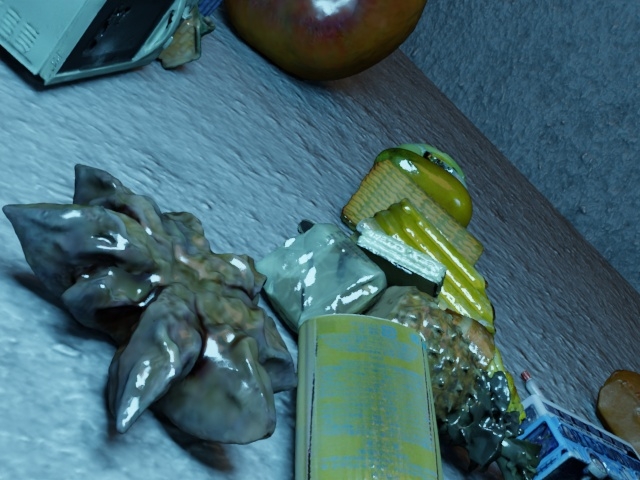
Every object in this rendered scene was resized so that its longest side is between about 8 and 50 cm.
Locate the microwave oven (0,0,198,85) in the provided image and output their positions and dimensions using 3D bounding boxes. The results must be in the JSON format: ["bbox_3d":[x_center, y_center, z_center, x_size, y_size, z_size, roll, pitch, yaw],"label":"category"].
[{"bbox_3d":[-0.315,-0.332,1.014,0.237,0.181,0.295,41,21,-2],"label":"microwave oven"}]

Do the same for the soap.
[{"bbox_3d":[0.168,0.063,1.238,0.257,0.080,0.160,49,39,11],"label":"soap"}]

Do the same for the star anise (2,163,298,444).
[{"bbox_3d":[-0.143,0.053,0.705,0.315,0.108,0.315,45,18,-19],"label":"star anise"}]

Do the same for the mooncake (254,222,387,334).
[{"bbox_3d":[0.003,0.053,0.948,0.125,0.130,0.073,52,-10,24],"label":"mooncake"}]

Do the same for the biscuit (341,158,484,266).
[{"bbox_3d":[0.159,-0.014,1.375,0.254,0.029,0.172,42,53,-6],"label":"biscuit"}]

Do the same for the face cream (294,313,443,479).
[{"bbox_3d":[0.045,0.194,0.740,0.139,0.067,0.285,8,41,-7],"label":"face cream"}]

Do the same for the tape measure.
[{"bbox_3d":[0.232,-0.129,1.712,0.175,0.106,0.200,-9,53,-47],"label":"tape measure"}]

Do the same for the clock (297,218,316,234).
[{"bbox_3d":[0.000,0.000,1.188,0.083,0.010,0.074,43,21,-1],"label":"clock"}]

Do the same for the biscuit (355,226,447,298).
[{"bbox_3d":[0.109,0.037,1.065,0.121,0.041,0.199,28,-8,10],"label":"biscuit"}]

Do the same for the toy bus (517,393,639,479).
[{"bbox_3d":[0.375,0.326,1.127,0.297,0.106,0.131,30,23,-35],"label":"toy bus"}]

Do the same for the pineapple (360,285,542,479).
[{"bbox_3d":[0.160,0.201,0.948,0.310,0.141,0.170,47,10,-10],"label":"pineapple"}]

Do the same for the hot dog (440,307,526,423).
[{"bbox_3d":[0.182,0.146,1.084,0.261,0.093,0.123,41,-20,0],"label":"hot dog"}]

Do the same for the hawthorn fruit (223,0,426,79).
[{"bbox_3d":[0.023,-0.569,1.703,0.471,0.472,0.472,36,23,-18],"label":"hawthorn fruit"}]

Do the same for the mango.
[{"bbox_3d":[0.186,-0.088,1.500,0.221,0.151,0.120,34,62,-9],"label":"mango"}]

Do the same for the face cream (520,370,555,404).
[{"bbox_3d":[0.370,0.258,1.349,0.040,0.021,0.083,16,35,-50],"label":"face cream"}]

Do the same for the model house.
[{"bbox_3d":[-0.237,-0.380,1.281,0.172,0.166,0.183,32,36,-36],"label":"model house"}]

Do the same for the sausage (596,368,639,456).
[{"bbox_3d":[0.597,0.346,1.450,0.133,0.133,0.258,30,24,-31],"label":"sausage"}]
